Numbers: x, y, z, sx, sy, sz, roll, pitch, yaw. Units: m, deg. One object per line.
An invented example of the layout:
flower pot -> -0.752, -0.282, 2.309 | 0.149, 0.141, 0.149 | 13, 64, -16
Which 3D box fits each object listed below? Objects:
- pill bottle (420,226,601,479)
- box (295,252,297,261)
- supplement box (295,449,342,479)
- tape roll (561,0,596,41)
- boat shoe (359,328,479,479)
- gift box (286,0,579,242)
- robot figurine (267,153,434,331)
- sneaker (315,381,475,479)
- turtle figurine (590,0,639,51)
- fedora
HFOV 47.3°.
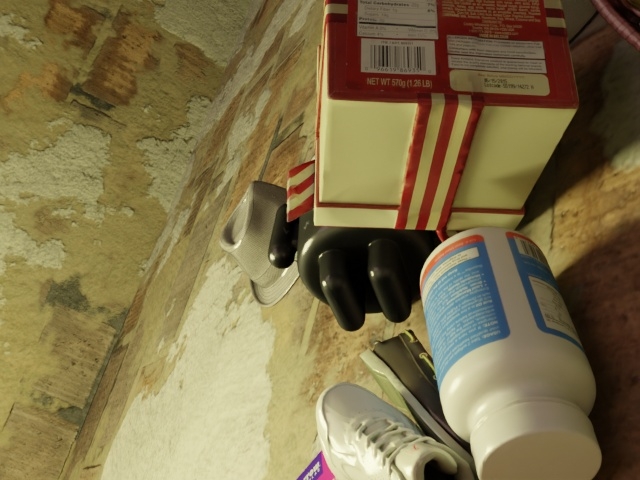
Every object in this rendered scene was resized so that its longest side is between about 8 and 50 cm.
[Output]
pill bottle -> 0.157, 0.099, 0.622 | 0.124, 0.124, 0.221 | -50, 23, 31
box -> 0.000, 0.000, 1.201 | 0.169, 0.059, 0.054 | -18, 50, 62
supplement box -> 0.040, 0.307, 0.668 | 0.111, 0.114, 0.220 | -55, 21, 23
tape roll -> 0.276, -0.380, 0.996 | 0.392, 0.072, 0.392 | -48, 25, 32
boat shoe -> 0.114, 0.153, 0.722 | 0.069, 0.081, 0.228 | -35, 28, -8
gift box -> 0.097, -0.134, 0.758 | 0.258, 0.255, 0.276 | 94, -178, -64
robot figurine -> 0.056, -0.022, 0.933 | 0.278, 0.209, 0.173 | -87, 18, -46
sneaker -> 0.076, 0.189, 0.616 | 0.232, 0.090, 0.115 | 42, 151, 37
turtle figurine -> 0.314, -0.312, 0.664 | 0.198, 0.274, 0.266 | -25, 22, 2
fedora -> -0.112, -0.019, 1.396 | 0.243, 0.124, 0.275 | -51, 24, 30
